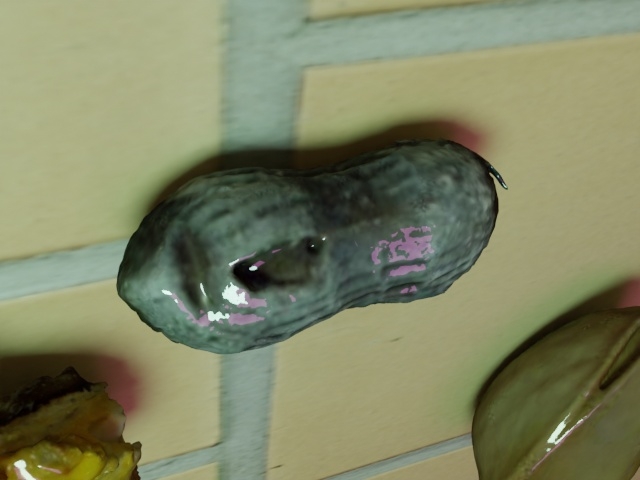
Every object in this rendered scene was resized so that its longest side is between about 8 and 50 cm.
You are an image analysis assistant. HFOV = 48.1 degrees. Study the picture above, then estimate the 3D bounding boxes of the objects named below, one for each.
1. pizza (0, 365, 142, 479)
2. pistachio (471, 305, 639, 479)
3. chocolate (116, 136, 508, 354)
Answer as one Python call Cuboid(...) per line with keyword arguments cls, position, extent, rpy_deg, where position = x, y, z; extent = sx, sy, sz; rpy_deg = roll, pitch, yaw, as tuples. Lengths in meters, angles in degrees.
Cuboid(cls="pizza", position=(-0.236, 0.208, 0.459), extent=(0.277, 0.114, 0.409), rpy_deg=(-36, 168, -25))
Cuboid(cls="pistachio", position=(0.251, 0.175, 0.721), extent=(0.212, 0.163, 0.260), rpy_deg=(-37, 153, -47))
Cuboid(cls="chocolate", position=(0.000, 0.000, 0.440), extent=(0.248, 0.110, 0.110), rpy_deg=(-10, 137, -20))
